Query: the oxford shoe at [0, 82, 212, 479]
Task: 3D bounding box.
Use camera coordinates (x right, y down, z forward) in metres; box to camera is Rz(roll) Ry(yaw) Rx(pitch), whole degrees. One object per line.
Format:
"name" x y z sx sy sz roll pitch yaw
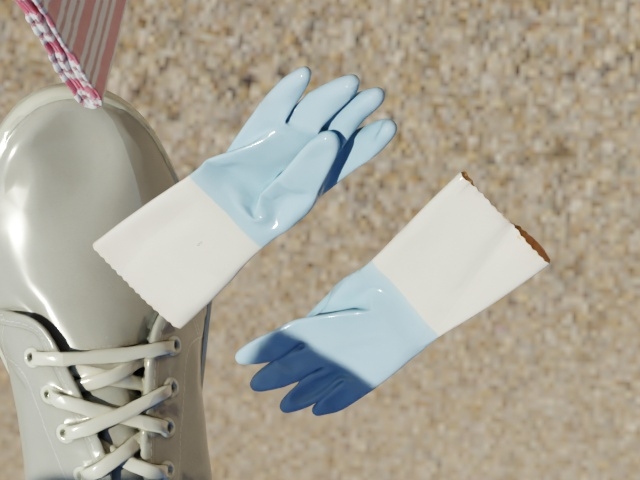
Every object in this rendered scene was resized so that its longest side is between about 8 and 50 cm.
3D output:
"oxford shoe" -0.150 0.112 1.243 0.169 0.449 0.130 -6 -166 -14

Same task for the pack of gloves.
"pack of gloves" 0.000 0.000 1.115 0.195 0.046 0.232 46 120 -11

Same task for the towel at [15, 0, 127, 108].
"towel" -0.162 -0.191 1.118 0.029 0.144 0.197 6 159 12
